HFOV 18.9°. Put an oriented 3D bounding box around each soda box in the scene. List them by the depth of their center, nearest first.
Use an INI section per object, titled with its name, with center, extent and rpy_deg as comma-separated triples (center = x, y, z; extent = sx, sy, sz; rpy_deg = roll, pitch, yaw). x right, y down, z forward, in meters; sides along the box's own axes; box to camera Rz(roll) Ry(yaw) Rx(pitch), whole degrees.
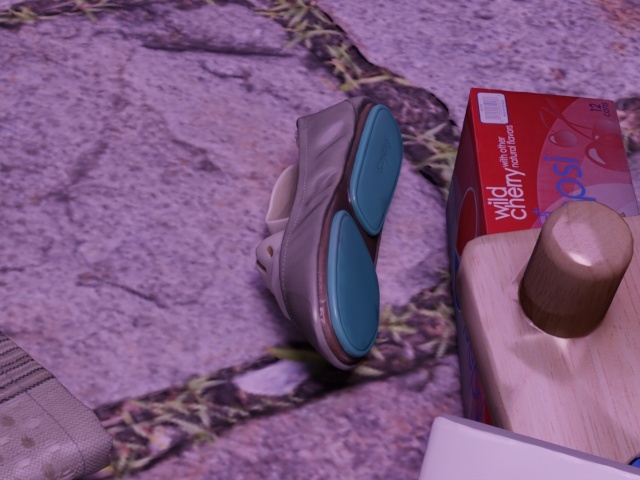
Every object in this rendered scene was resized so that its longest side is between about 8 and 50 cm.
[soda box]
center = 0.115, 0.036, 0.959
extent = 0.083, 0.092, 0.263
rpy_deg = 6, 39, -4

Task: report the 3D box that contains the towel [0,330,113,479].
[towel]
center = -0.301, 0.093, 0.887
extent = 0.324, 0.056, 0.312
rpy_deg = -27, 45, -31

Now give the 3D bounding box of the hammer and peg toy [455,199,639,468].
[hammer and peg toy]
center = 0.207, 0.140, 0.730
extent = 0.266, 0.127, 0.361
rpy_deg = -6, 60, -11

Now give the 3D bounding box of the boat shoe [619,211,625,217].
[boat shoe]
center = 0.141, 0.009, 0.885
extent = 0.135, 0.045, 0.050
rpy_deg = -16, 46, -32

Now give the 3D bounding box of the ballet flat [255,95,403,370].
[ballet flat]
center = 0.000, 0.000, 1.027
extent = 0.068, 0.072, 0.213
rpy_deg = -14, 33, 20

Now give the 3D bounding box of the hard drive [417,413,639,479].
[hard drive]
center = 0.093, 0.228, 0.581
extent = 0.203, 0.308, 0.040
rpy_deg = 15, 0, 12
